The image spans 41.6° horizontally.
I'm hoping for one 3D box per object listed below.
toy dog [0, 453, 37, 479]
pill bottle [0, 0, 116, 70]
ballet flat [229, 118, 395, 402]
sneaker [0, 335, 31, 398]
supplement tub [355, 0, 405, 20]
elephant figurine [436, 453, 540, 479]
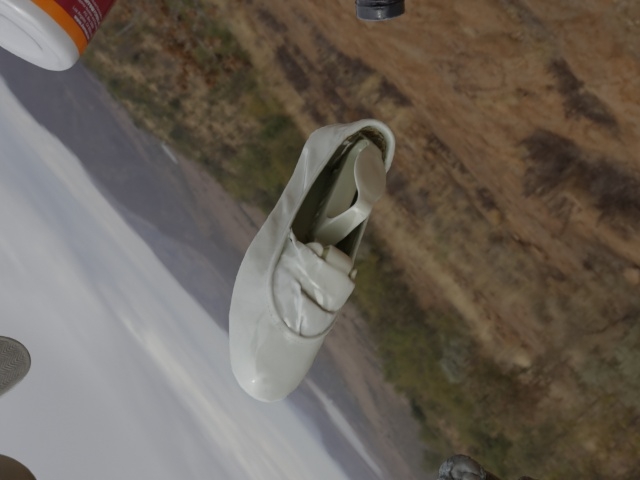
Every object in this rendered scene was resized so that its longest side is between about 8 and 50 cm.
[{"bbox_3d":[-0.313,0.134,0.370,0.334,0.161,0.220,40,-143,-26],"label":"toy dog"},{"bbox_3d":[-0.147,-0.185,0.498,0.086,0.152,0.086,26,166,7],"label":"pill bottle"},{"bbox_3d":[0.000,0.000,1.022,0.139,0.400,0.139,14,148,9],"label":"ballet flat"},{"bbox_3d":[-0.565,0.247,1.228,0.108,0.292,0.169,55,153,13],"label":"sneaker"},{"bbox_3d":[0.075,-0.406,1.147,0.106,0.106,0.198,39,142,52],"label":"supplement tub"},{"bbox_3d":[0.228,0.332,0.879,0.239,0.186,0.169,11,133,24],"label":"elephant figurine"}]
